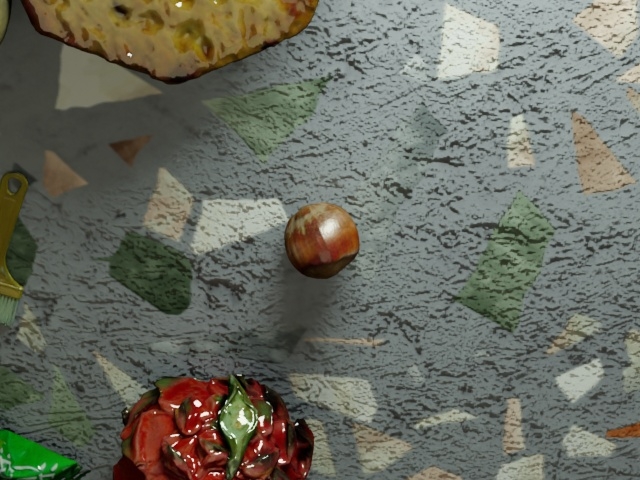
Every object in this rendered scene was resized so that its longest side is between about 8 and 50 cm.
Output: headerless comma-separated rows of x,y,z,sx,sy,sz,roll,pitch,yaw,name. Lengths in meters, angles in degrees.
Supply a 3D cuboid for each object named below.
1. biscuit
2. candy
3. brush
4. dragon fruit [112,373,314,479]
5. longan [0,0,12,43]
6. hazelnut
-0.144,-0.319,1.638,0.359,0.046,0.359,0,110,1,biscuit
-0.395,0.266,2.076,0.203,0.078,0.141,33,133,-30,candy
-0.358,0.006,1.935,0.083,0.011,0.205,18,123,-6,brush
-0.127,0.270,1.998,0.234,0.233,0.293,15,155,-5,dragon fruit
-0.376,-0.241,1.674,0.167,0.167,0.187,-8,122,10,longan
0.000,0.000,1.862,0.086,0.086,0.086,2,124,4,hazelnut
